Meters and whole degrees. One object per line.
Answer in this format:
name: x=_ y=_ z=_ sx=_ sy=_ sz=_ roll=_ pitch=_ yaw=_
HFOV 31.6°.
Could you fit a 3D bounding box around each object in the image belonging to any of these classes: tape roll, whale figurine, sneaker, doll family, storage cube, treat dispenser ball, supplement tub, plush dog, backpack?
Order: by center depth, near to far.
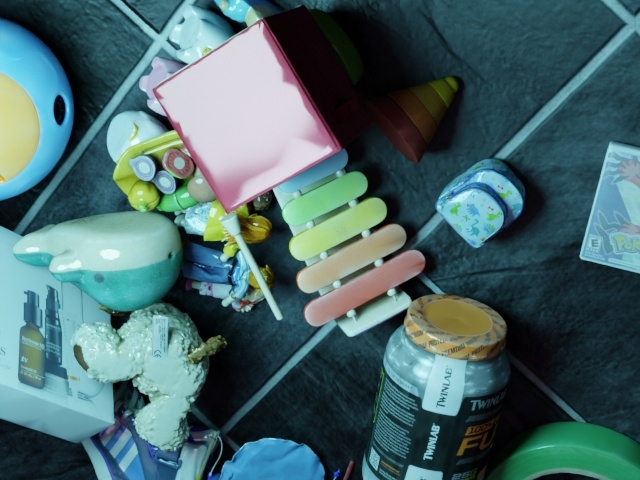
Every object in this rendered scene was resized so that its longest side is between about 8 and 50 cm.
storage cube: x=-0.070 y=-0.180 z=1.508 sx=0.215 sy=0.183 sz=0.193 roll=-29 pitch=97 yaw=23
backpack: x=0.238 y=-0.054 z=1.649 sx=0.105 sy=0.084 sz=0.114 roll=46 pitch=116 yaw=-7
treat dispenser ball: x=-0.525 y=-0.200 z=1.727 sx=0.288 sy=0.288 sz=0.288 roll=7 pitch=114 yaw=16
supplement tub: x=0.180 y=0.254 z=1.740 sx=0.193 sy=0.193 sz=0.316 roll=15 pitch=117 yaw=12
whale figurine: x=-0.342 y=0.035 z=1.757 sx=0.272 sy=0.216 sz=0.141 roll=2 pitch=109 yaw=25
doll family: x=-0.147 y=0.018 z=1.788 sx=0.163 sy=0.118 sz=0.263 roll=13 pitch=118 yaw=16
tape roll: x=0.410 y=0.446 z=1.813 sx=0.321 sy=0.077 sz=0.321 roll=7 pitch=114 yaw=16
plush dog: x=-0.256 y=0.174 z=1.840 sx=0.210 sy=0.225 sz=0.262 roll=-36 pitch=112 yaw=4
sneaker: x=-0.293 y=0.319 z=1.978 sx=0.236 sy=0.130 sz=0.323 roll=-15 pitch=103 yaw=14

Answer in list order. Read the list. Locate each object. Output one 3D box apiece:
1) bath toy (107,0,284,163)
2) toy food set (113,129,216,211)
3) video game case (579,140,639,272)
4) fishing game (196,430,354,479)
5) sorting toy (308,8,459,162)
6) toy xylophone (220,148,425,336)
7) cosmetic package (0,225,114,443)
bath toy: x=-0.186 y=-0.224 z=1.702 sx=0.348 sy=0.129 sz=0.151 roll=-48 pitch=48 yaw=27
toy food set: x=-0.206 y=-0.095 z=1.684 sx=0.218 sy=0.071 sz=0.128 roll=-20 pitch=131 yaw=16
video game case: x=0.489 y=-0.033 z=1.608 sx=0.201 sy=0.023 sz=0.183 roll=15 pitch=116 yaw=12
fishing game: x=-0.084 y=0.412 z=1.954 sx=0.264 sy=0.041 sz=0.189 roll=11 pitch=116 yaw=-12
sorting toy: x=0.071 y=-0.288 z=1.613 sx=0.126 sy=0.127 sz=0.365 roll=-38 pitch=95 yaw=-1
toy xylophone: x=0.000 y=0.000 z=1.705 sx=0.236 sy=0.081 sz=0.322 roll=-35 pitch=106 yaw=-8
cosmetic package: x=-0.491 y=0.127 z=1.762 sx=0.097 sy=0.284 sz=0.377 roll=-31 pitch=141 yaw=26
